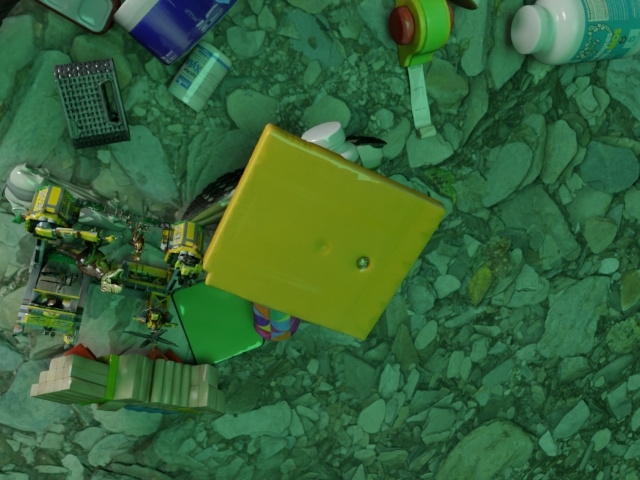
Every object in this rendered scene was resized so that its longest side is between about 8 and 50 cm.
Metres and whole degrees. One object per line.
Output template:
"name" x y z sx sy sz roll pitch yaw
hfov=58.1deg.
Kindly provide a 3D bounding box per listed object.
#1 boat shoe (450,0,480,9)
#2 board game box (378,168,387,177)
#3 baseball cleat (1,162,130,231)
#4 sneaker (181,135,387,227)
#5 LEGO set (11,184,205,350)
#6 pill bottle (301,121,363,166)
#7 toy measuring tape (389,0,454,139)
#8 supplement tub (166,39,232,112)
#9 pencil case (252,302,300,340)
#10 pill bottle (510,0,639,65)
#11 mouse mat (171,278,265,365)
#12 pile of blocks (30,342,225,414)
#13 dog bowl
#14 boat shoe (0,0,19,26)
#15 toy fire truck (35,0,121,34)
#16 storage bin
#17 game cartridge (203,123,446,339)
"boat shoe" 0.214 -0.544 1.055 0.277 0.098 0.096 36 93 -24
"board game box" 0.080 -0.073 1.190 0.133 0.033 0.169 -2 106 -19
"baseball cleat" -0.443 -0.053 1.005 0.205 0.072 0.109 31 110 -23
"sneaker" -0.049 -0.062 1.076 0.409 0.158 0.182 -19 107 -12
"LEGO set" -0.354 0.075 0.953 0.331 0.192 0.255 21 135 -29
"pill bottle" 0.029 -0.109 0.972 0.094 0.094 0.170 -28 120 -9
"toy measuring tape" 0.202 -0.353 1.102 0.121 0.121 0.331 -17 111 -14
"supplement tub" -0.210 -0.285 1.002 0.071 0.071 0.107 34 92 -25
"pencil case" -0.082 0.095 1.099 0.104 0.105 0.236 -11 141 -16
"pill bottle" 0.526 -0.436 1.172 0.263 0.146 0.146 -10 109 -15
"mouse mat" -0.206 0.161 1.178 0.152 0.007 0.190 -19 113 -13
"pile of blocks" -0.355 0.266 1.120 0.361 0.149 0.113 19 57 -32
"dog bowl" -0.187 -0.396 0.869 0.104 0.265 0.265 41 90 -28
"boat shoe" -0.526 -0.347 0.810 0.355 0.132 0.130 -33 111 17
"toy fire truck" -0.410 -0.479 0.835 0.302 0.169 0.254 25 115 -23
"storage bin" -0.357 -0.220 0.910 0.084 0.180 0.122 -12 110 -14
"game cartridge" 0.000 0.000 0.946 0.323 0.053 0.286 23 112 -18
